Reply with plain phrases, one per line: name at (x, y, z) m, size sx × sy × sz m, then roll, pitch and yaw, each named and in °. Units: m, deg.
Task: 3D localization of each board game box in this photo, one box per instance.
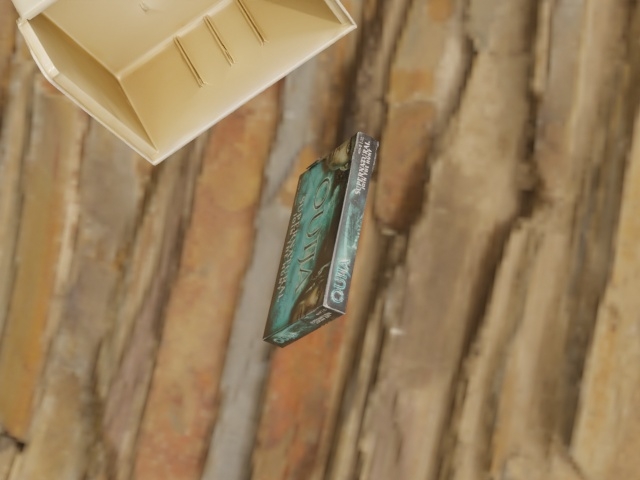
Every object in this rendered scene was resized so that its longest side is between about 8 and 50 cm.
board game box at (0.000, 0.000, 1.479) m, size 0.026 × 0.126 × 0.186 m, roll 22°, pitch 62°, yaw -21°

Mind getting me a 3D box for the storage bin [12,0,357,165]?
storage bin at (-0.137, -0.235, 1.536) m, size 0.262 × 0.123 × 0.260 m, roll -33°, pitch 156°, yaw 7°
